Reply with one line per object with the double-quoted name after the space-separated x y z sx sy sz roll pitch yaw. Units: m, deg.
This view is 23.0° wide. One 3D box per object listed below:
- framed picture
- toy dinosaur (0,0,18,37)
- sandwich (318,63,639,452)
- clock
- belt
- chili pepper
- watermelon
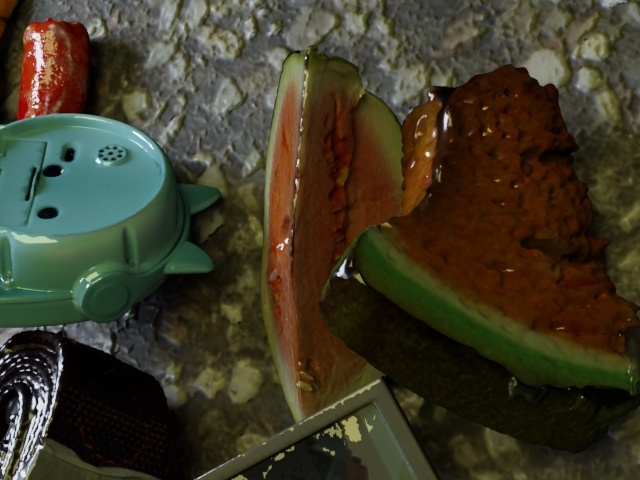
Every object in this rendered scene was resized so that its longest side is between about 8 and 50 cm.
0.031 0.263 1.196 0.192 0.018 0.265 -31 86 11 "framed picture"
-0.377 -0.170 1.528 0.208 0.097 0.432 2 75 11 "toy dinosaur"
0.120 0.002 1.224 0.250 0.162 0.301 22 60 -17 "sandwich"
-0.224 -0.027 1.354 0.274 0.094 0.224 0 39 -2 "clock"
-0.232 0.226 1.294 0.184 0.164 0.289 18 80 54 "belt"
-0.251 -0.150 1.481 0.070 0.073 0.123 4 77 7 "chili pepper"
0.024 0.000 1.283 0.128 0.159 0.304 1 93 -10 "watermelon"
